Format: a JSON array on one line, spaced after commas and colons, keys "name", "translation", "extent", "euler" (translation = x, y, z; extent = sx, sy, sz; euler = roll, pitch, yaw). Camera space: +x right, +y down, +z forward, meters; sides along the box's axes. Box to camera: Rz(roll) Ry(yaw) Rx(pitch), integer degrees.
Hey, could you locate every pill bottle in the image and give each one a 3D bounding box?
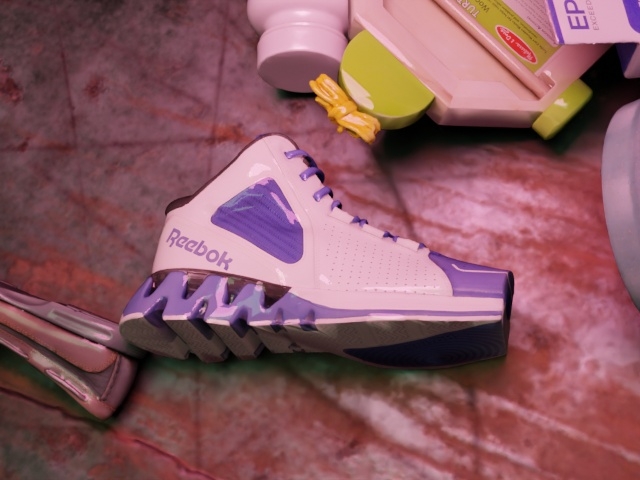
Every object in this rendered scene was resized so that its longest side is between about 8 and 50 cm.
[{"name": "pill bottle", "translation": [-0.012, -0.233, 0.903], "extent": [0.108, 0.108, 0.180], "euler": [-2, 72, 12]}]

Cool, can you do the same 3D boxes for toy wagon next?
[{"name": "toy wagon", "translation": [0.125, -0.203, 0.835], "extent": [0.344, 0.068, 0.267], "euler": [-43, 83, -14]}]

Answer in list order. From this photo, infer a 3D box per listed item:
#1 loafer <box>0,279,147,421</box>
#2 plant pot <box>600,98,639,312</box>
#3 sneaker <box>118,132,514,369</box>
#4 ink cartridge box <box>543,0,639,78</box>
[{"name": "loafer", "translation": [-0.283, 0.078, 0.869], "extent": [0.267, 0.096, 0.084], "euler": [17, 82, 16]}, {"name": "plant pot", "translation": [0.319, -0.033, 0.686], "extent": [0.196, 0.293, 0.293], "euler": [-11, 67, 37]}, {"name": "sneaker", "translation": [-0.001, 0.000, 0.806], "extent": [0.315, 0.127, 0.182], "euler": [1, 67, 9]}, {"name": "ink cartridge box", "translation": [0.282, -0.277, 0.813], "extent": [0.307, 0.072, 0.303], "euler": [-5, 70, -13]}]
